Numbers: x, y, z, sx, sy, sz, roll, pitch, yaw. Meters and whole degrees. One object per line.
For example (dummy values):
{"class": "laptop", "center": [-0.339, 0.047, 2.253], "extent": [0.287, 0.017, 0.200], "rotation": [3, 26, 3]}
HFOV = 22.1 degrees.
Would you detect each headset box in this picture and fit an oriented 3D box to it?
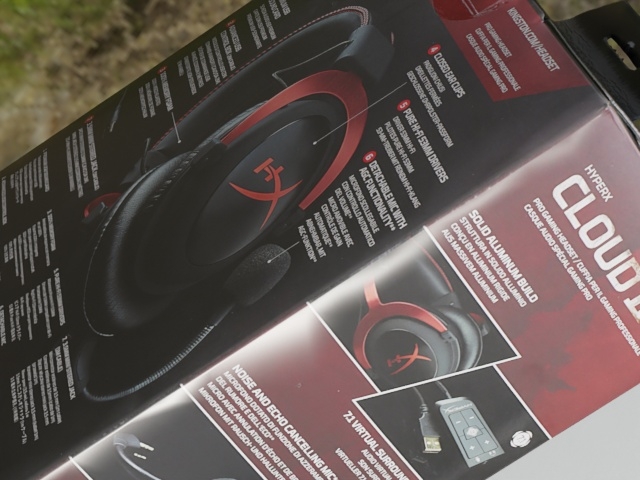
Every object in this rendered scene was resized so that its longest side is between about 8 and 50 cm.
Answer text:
{"class": "headset box", "center": [0.000, 0.000, 0.619], "extent": [0.293, 0.218, 0.110], "rotation": [-34, 122, 8]}

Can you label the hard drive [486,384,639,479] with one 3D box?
{"class": "hard drive", "center": [0.092, 0.148, 0.852], "extent": [0.353, 0.233, 0.047], "rotation": [-59, 147, -6]}
